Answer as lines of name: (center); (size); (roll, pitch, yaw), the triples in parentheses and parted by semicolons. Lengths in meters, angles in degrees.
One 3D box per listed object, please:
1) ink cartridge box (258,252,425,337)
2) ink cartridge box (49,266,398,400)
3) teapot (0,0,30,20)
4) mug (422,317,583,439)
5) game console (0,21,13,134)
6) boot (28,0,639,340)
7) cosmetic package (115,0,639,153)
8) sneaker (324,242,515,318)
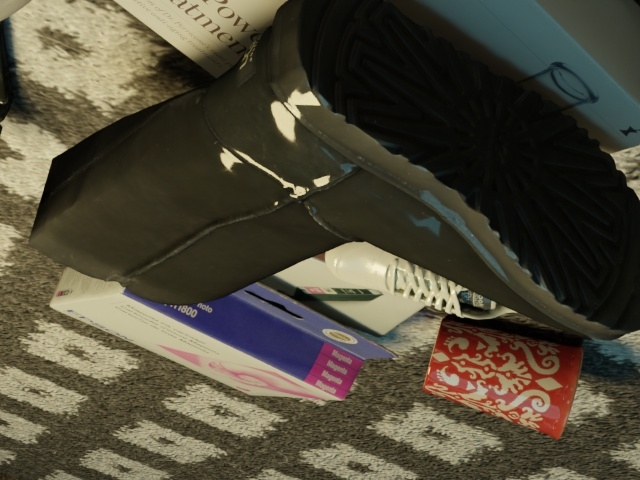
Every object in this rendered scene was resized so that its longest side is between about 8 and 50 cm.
ink cartridge box: (0.000, 0.000, 1.289); (0.275, 0.060, 0.239); (22, 152, -13)
ink cartridge box: (-0.127, 0.110, 1.467); (0.324, 0.071, 0.330); (28, 162, -26)
teapot: (-0.239, -0.270, 0.799); (0.256, 0.187, 0.252); (19, 128, 28)
mug: (0.213, 0.168, 1.438); (0.169, 0.113, 0.150); (15, 150, 6)
game console: (-0.463, -0.136, 1.143); (0.293, 0.173, 0.250); (15, 152, -2)
boot: (-0.003, -0.004, 0.994); (0.367, 0.146, 0.445); (37, 145, -21)
cosmetic package: (0.049, -0.175, 0.914); (0.377, 0.097, 0.284); (35, 144, -32)
sneaker: (0.120, 0.030, 1.210); (0.235, 0.094, 0.090); (2, 131, 4)
